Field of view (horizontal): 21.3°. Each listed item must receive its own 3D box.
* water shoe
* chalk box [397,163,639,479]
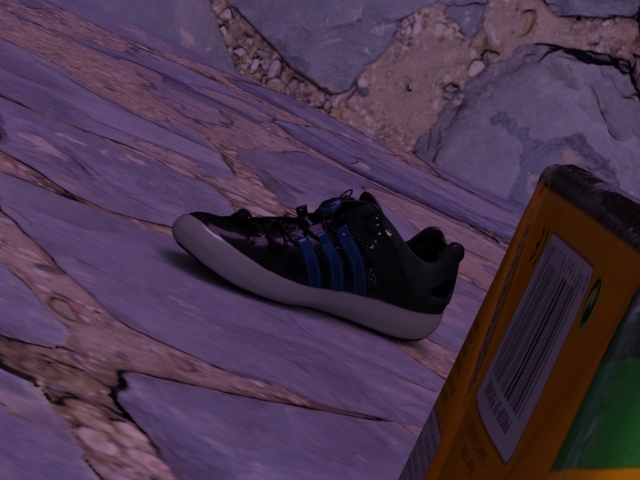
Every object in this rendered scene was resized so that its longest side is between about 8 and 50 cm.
[{"bbox_3d":[0.000,0.000,1.064,0.203,0.080,0.073,19,10,-36],"label":"water shoe"},{"bbox_3d":[0.153,0.128,0.396,0.289,0.179,0.180,26,7,-3],"label":"chalk box"}]
